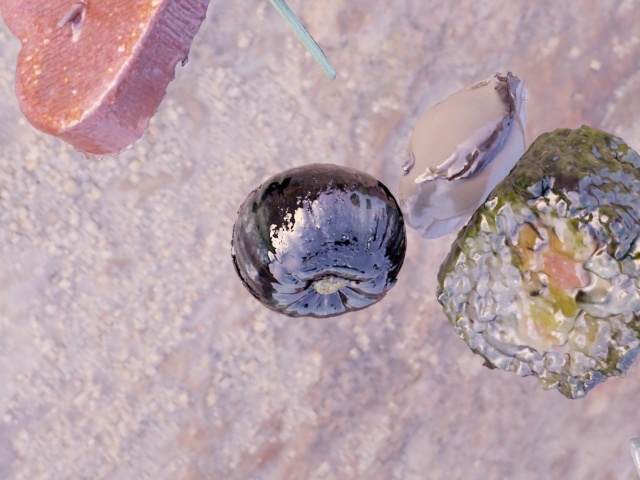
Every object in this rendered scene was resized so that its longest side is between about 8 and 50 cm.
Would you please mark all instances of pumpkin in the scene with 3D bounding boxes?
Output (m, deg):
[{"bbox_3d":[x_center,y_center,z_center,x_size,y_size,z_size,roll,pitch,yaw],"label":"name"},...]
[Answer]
[{"bbox_3d":[0.000,0.000,1.615,0.233,0.163,0.233,-9,147,-6],"label":"pumpkin"}]

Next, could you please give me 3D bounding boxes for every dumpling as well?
[{"bbox_3d":[0.233,-0.113,1.862,0.293,0.163,0.204,-45,118,-23],"label":"dumpling"}]

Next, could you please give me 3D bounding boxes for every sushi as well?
[{"bbox_3d":[0.330,0.040,1.690,0.178,0.294,0.352,-47,169,-42],"label":"sushi"}]

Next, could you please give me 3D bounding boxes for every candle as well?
[{"bbox_3d":[-0.276,-0.282,1.616,0.287,0.316,0.131,-21,157,20],"label":"candle"}]

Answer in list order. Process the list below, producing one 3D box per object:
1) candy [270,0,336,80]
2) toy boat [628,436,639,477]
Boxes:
[{"bbox_3d":[-0.074,-0.273,1.234,0.092,0.093,0.335,-47,126,-8],"label":"candy"},{"bbox_3d":[0.328,0.287,1.016,0.206,0.282,0.096,-9,161,-34],"label":"toy boat"}]
